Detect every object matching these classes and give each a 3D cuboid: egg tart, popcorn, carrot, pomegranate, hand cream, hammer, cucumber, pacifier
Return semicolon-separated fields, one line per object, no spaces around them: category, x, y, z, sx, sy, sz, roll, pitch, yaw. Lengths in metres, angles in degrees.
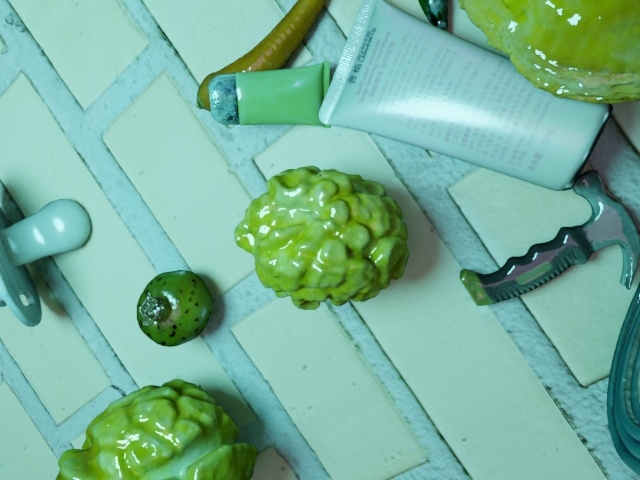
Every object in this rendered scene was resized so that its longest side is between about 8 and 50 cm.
egg tart;0.327;-0.320;0.489;0.339;0.153;0.352;-22;70;8
popcorn;0.005;0.004;0.646;0.234;0.216;0.181;-7;70;22
carrot;-0.078;-0.274;0.691;0.271;0.066;0.062;-33;133;14
pomegranate;-0.241;0.107;0.756;0.130;0.130;0.131;2;99;14
popcorn;-0.235;0.356;0.726;0.282;0.282;0.247;34;70;7
hand cream;-0.072;-0.206;0.675;0.174;0.046;0.095;-7;113;-12
hand cream;0.181;-0.183;0.617;0.358;0.118;0.186;27;106;17
hammer;0.309;0.026;0.641;0.226;0.041;0.159;-30;88;16
cucumber;0.144;-0.347;0.629;0.037;0.037;0.155;-24;92;17
pacifier;-0.503;0.002;0.802;0.207;0.227;0.279;-23;93;-23

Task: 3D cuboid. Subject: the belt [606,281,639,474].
belt;0.466;0.069;0.471;0.173;0.300;0.437;26;101;8
